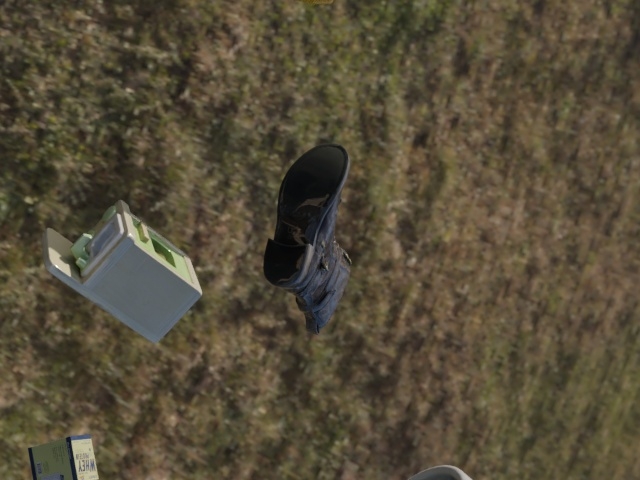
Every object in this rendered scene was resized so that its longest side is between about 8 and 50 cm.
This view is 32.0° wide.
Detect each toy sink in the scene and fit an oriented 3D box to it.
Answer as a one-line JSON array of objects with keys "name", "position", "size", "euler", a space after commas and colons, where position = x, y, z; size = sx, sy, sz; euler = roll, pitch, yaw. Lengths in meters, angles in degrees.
[{"name": "toy sink", "position": [-0.329, 0.033, 1.859], "size": [0.234, 0.153, 0.131], "euler": [39, 99, -27]}]

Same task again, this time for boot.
[{"name": "boot", "position": [0.000, 0.000, 1.748], "size": [0.263, 0.091, 0.229], "euler": [-67, 156, -11]}]

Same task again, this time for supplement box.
[{"name": "supplement box", "position": [-0.404, 0.356, 1.758], "size": [0.056, 0.083, 0.083], "euler": [15, 60, -67]}]

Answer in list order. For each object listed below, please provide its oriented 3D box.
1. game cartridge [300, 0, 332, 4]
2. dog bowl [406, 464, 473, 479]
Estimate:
[{"name": "game cartridge", "position": [-0.057, -0.503, 1.527], "size": [0.053, 0.285, 0.323], "euler": [-15, 119, -43]}, {"name": "dog bowl", "position": [0.090, 0.361, 1.112], "size": [0.104, 0.265, 0.265], "euler": [42, 67, -8]}]
